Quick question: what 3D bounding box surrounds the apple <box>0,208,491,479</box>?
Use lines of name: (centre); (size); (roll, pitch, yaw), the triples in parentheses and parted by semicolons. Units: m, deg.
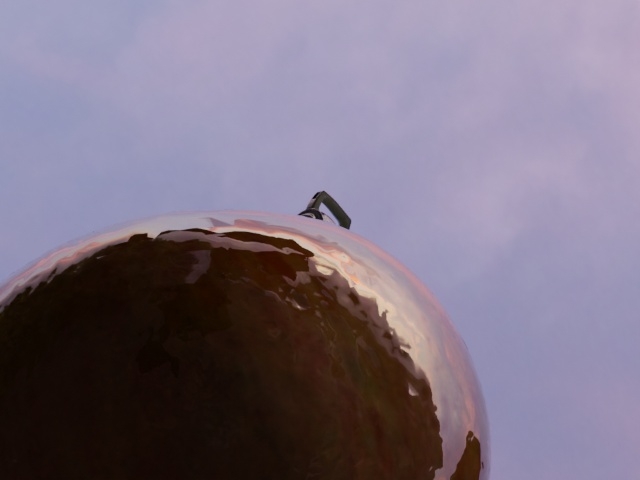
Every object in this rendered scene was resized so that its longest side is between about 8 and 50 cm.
apple: (-0.092, 0.150, 1.096); (0.400, 0.400, 0.334); (-30, -120, 3)

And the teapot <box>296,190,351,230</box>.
teapot: (0.000, 0.000, 1.502); (0.066, 0.057, 0.088); (-10, -125, 49)
